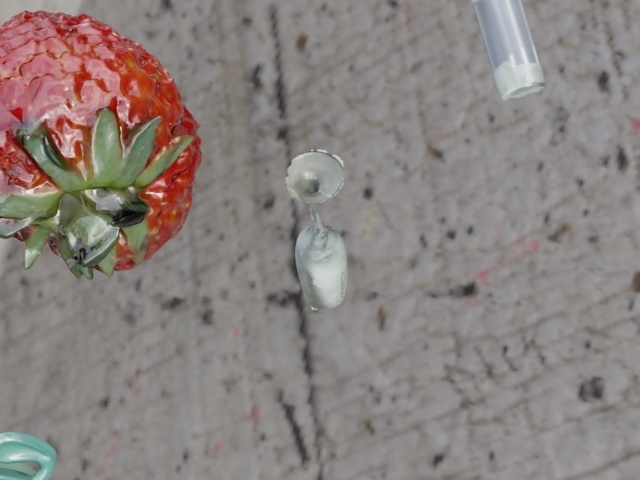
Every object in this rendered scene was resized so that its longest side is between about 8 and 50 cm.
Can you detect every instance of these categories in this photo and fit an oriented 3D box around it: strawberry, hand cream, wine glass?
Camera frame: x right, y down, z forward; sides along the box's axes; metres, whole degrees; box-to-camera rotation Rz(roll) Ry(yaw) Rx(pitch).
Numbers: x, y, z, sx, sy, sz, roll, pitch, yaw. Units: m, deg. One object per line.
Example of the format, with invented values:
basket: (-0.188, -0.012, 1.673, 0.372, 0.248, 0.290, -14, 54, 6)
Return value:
strawberry: (-0.117, -0.055, 0.774, 0.131, 0.131, 0.148, -41, 23, 32)
hand cream: (0.155, -0.257, 1.447, 0.048, 0.079, 0.255, -14, 83, 8)
wine glass: (0.000, 0.000, 1.814, 0.262, 0.074, 0.074, 84, 172, -57)

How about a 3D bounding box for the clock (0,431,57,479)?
clock: (-0.225, 0.203, 1.008, 0.188, 0.148, 0.060, -38, 34, 3)
